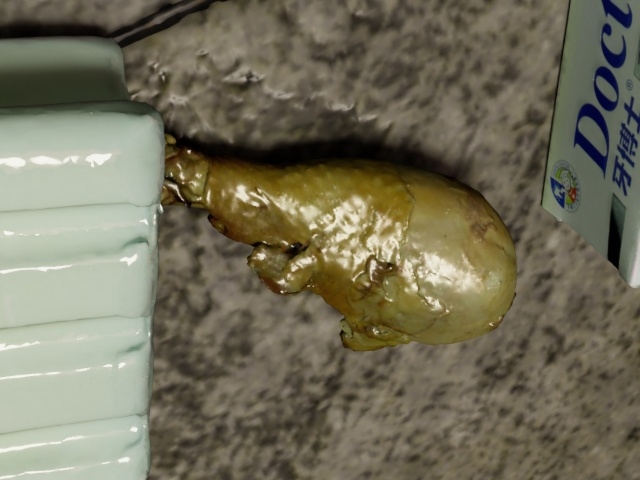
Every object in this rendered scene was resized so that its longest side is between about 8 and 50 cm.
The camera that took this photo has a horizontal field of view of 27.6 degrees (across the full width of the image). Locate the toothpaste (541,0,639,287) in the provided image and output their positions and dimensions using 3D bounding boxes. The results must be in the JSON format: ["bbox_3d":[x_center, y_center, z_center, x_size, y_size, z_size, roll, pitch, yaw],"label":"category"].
[{"bbox_3d":[0.156,-0.144,0.524,0.067,0.081,0.336,-8,122,-20],"label":"toothpaste"}]

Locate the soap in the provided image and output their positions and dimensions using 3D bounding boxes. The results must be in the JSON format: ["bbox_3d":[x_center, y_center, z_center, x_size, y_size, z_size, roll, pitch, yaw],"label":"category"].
[{"bbox_3d":[-0.204,0.026,0.451,0.289,0.095,0.173,-6,122,-21],"label":"soap"}]

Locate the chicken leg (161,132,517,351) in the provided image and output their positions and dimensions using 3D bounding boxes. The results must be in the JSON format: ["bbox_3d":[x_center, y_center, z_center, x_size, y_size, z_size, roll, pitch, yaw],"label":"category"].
[{"bbox_3d":[0.000,0.000,0.553,0.178,0.070,0.093,19,116,-25],"label":"chicken leg"}]
